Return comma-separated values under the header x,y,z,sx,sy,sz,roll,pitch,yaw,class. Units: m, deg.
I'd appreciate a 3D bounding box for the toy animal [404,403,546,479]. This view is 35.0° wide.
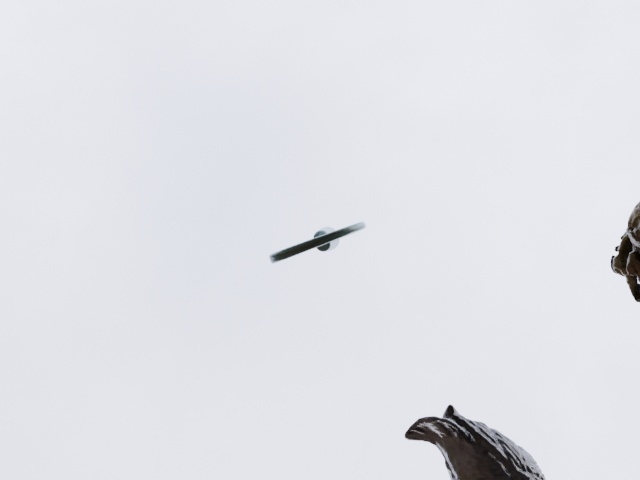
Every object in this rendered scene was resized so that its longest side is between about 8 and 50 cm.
x,y,z,sx,sy,sz,roll,pitch,yaw,class
0.232,0.353,1.392,0.298,0.185,0.122,58,-37,0,toy animal

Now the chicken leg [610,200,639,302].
x,y,z,sx,sy,sz,roll,pitch,yaw,class
0.339,0.009,0.849,0.196,0.080,0.125,14,-70,-16,chicken leg

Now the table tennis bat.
x,y,z,sx,sy,sz,roll,pitch,yaw,class
0.000,0.000,1.562,0.153,0.244,0.040,-20,-91,6,table tennis bat
